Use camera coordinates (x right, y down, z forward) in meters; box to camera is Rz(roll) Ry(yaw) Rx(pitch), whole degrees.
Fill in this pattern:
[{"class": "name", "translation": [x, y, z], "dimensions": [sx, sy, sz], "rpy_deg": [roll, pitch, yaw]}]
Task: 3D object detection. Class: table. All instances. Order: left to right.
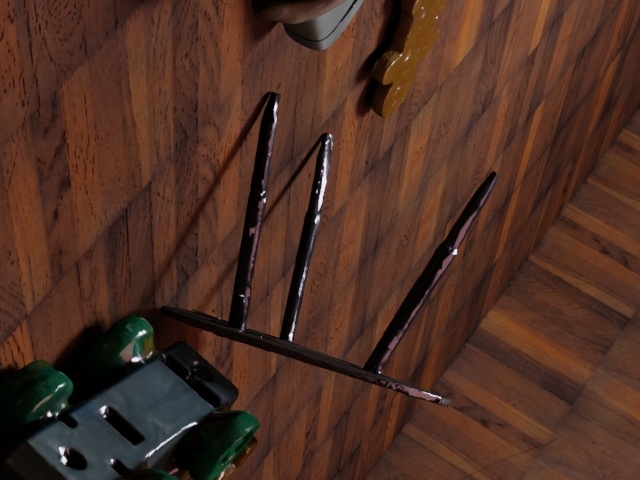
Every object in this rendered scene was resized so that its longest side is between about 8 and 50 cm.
[{"class": "table", "translation": [0.000, 0.000, 1.792], "dimensions": [0.317, 0.317, 0.249], "rpy_deg": [27, 81, -75]}]

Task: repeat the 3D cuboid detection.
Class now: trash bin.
[{"class": "trash bin", "translation": [0.005, -0.253, 1.584], "dimensions": [0.116, 0.059, 0.130], "rpy_deg": [-57, 164, -13]}]

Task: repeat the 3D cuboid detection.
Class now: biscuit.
[{"class": "biscuit", "translation": [0.099, -0.227, 1.984], "dimensions": [0.138, 0.031, 0.205], "rpy_deg": [-42, 157, -46]}]

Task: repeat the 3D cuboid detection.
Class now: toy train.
[{"class": "toy train", "translation": [-0.218, 0.228, 1.612], "dimensions": [0.249, 0.178, 0.429], "rpy_deg": [-54, 169, 28]}]

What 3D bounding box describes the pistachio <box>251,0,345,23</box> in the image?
[{"class": "pistachio", "translation": [0.008, -0.275, 1.412], "dimensions": [0.238, 0.138, 0.153], "rpy_deg": [-49, -163, -30]}]
